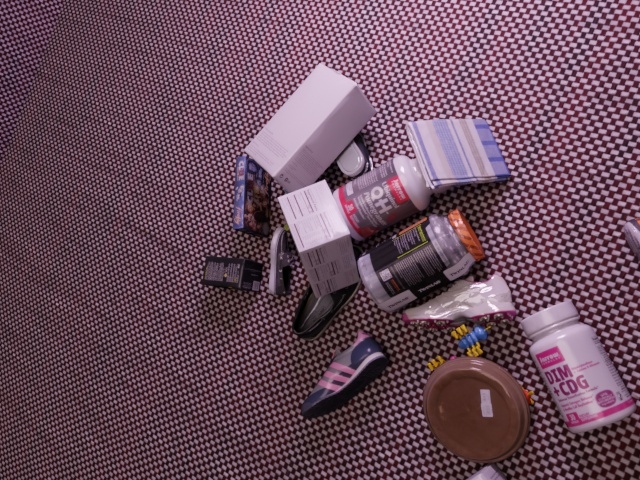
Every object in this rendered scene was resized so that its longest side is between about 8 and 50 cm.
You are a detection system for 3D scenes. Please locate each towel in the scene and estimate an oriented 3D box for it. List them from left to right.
[{"bbox_3d":[0.380,-0.243,1.504,0.034,0.285,0.209,-47,56,58],"label":"towel"}]

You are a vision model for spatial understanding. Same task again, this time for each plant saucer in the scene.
[{"bbox_3d":[0.393,0.440,1.403,0.278,0.041,0.277,1,92,29],"label":"plant saucer"}]

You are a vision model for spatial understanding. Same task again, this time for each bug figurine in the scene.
[{"bbox_3d":[0.419,0.366,1.448,0.216,0.072,0.279,-37,75,25],"label":"bug figurine"}]

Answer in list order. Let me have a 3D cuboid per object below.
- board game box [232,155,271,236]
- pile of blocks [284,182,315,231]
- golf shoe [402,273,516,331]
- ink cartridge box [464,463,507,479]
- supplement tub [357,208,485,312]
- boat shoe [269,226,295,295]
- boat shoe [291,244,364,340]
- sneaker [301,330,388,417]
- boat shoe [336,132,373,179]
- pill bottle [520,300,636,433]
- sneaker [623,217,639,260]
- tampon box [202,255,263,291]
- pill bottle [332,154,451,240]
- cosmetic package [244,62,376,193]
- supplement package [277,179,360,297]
[{"bbox_3d":[-0.226,-0.143,1.831,0.042,0.165,0.243,-4,79,27],"label":"board game box"},{"bbox_3d":[-0.077,-0.132,1.781,0.149,0.113,0.362,-15,74,24],"label":"pile of blocks"},{"bbox_3d":[0.376,0.174,1.506,0.306,0.115,0.140,-10,63,22],"label":"golf shoe"},{"bbox_3d":[0.426,0.795,1.321,0.279,0.160,0.384,-43,65,15],"label":"ink cartridge box"},{"bbox_3d":[0.280,0.053,1.516,0.316,0.193,0.193,-31,68,20],"label":"supplement tub"},{"bbox_3d":[-0.119,0.072,1.772,0.076,0.080,0.228,9,98,18],"label":"boat shoe"},{"bbox_3d":[0.015,0.158,1.679,0.127,0.113,0.340,41,100,28],"label":"boat shoe"},{"bbox_3d":[0.056,0.403,1.632,0.319,0.112,0.131,-41,48,12],"label":"sneaker"},{"bbox_3d":[0.085,-0.306,1.742,0.114,0.091,0.302,-29,55,24],"label":"boat shoe"},{"bbox_3d":[0.612,0.301,1.318,0.160,0.160,0.283,-30,68,20],"label":"pill bottle"},{"bbox_3d":[0.878,0.041,1.264,0.180,0.124,0.321,-41,76,11],"label":"sneaker"},{"bbox_3d":[-0.297,0.114,1.844,0.161,0.120,0.101,3,81,28],"label":"tampon box"},{"bbox_3d":[0.210,-0.140,1.597,0.319,0.176,0.176,-27,69,21],"label":"pill bottle"},{"bbox_3d":[-0.033,-0.336,1.670,0.365,0.155,0.197,-46,49,3],"label":"cosmetic package"},{"bbox_3d":[0.000,0.000,1.549,0.145,0.262,0.204,-21,56,-3],"label":"supplement package"}]
